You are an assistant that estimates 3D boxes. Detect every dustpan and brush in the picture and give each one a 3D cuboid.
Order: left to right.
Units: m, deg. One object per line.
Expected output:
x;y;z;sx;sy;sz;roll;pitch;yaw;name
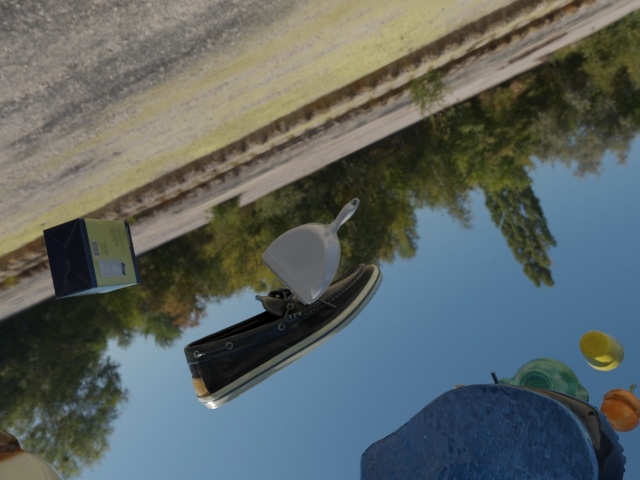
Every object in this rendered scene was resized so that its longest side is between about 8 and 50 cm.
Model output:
0.000;0.000;0.966;0.211;0.147;0.060;-53;158;15;dustpan and brush

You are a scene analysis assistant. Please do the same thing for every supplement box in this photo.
-0.274;0.021;0.604;0.056;0.084;0.083;-15;174;17;supplement box

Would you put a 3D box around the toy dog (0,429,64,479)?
-0.423;0.375;0.492;0.395;0.284;0.408;-43;-173;10;toy dog

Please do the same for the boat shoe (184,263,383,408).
-0.077;0.176;1.126;0.499;0.156;0.187;-31;-176;-12;boat shoe

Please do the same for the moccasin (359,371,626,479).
0.155;0.215;0.498;0.116;0.138;0.342;11;151;-20;moccasin

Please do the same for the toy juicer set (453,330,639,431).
0.438;0.324;0.950;0.329;0.209;0.089;-33;137;27;toy juicer set
